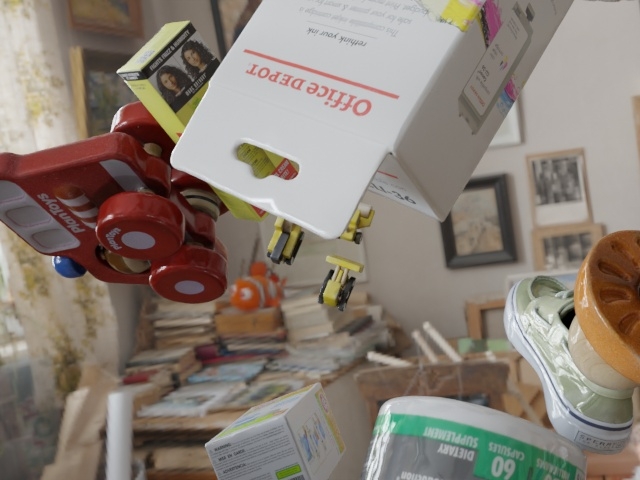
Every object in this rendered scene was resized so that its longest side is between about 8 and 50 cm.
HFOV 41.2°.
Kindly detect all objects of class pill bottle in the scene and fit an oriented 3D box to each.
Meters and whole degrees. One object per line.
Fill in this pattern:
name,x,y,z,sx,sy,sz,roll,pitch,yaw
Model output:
pill bottle,0.104,0.339,0.753,0.204,0.361,0.204,15,-20,6

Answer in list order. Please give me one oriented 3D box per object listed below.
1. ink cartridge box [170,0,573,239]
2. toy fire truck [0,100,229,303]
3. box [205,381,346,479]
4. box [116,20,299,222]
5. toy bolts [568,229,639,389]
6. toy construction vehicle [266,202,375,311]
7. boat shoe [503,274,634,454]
ink cartridge box,0.031,-0.088,0.399,0.115,0.198,0.067,26,-11,37
toy fire truck,-0.255,-0.027,1.071,0.253,0.170,0.302,-9,-32,16
box,-0.050,0.266,1.097,0.114,0.103,0.203,-23,-3,12
box,-0.121,-0.130,0.971,0.058,0.232,0.087,13,56,50
toy bolts,0.283,0.060,0.506,0.218,0.228,0.158,-26,-24,-31
toy construction vehicle,0.000,0.000,0.736,0.085,0.098,0.035,21,-15,14
boat shoe,0.275,0.104,0.909,0.109,0.094,0.302,12,23,-7
